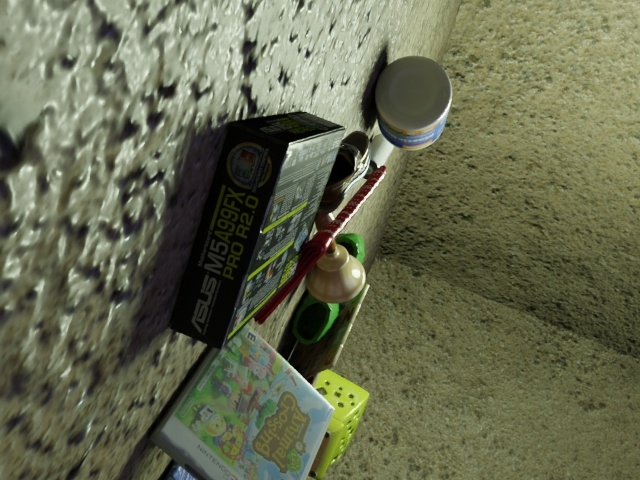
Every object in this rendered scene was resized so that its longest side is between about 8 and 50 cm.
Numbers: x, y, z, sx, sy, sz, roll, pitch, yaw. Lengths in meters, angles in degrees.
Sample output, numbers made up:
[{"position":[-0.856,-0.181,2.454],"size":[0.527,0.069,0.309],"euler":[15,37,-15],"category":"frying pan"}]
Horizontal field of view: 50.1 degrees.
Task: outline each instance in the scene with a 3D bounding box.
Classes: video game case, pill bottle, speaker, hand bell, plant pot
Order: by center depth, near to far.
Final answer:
[{"position":[-0.083,0.224,0.846],"size":[0.023,0.193,0.212],"euler":[-36,-166,36],"category":"video game case"},{"position":[0.017,0.008,1.335],"size":[0.242,0.126,0.126],"euler":[78,32,-53],"category":"hand bell"},{"position":[0.194,-0.276,1.454],"size":[0.272,0.152,0.152],"euler":[39,74,-81],"category":"pill bottle"},{"position":[0.129,-0.197,1.596],"size":[0.136,0.055,0.055],"euler":[-60,169,-50],"category":"speaker"},{"position":[-0.029,0.492,1.849],"size":[0.207,0.228,0.227],"euler":[-39,151,-63],"category":"plant pot"}]

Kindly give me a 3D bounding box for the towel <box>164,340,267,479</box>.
[{"position":[-0.169,0.334,1.084],"size":[0.336,0.040,0.243],"euler":[-55,164,-59],"category":"towel"}]

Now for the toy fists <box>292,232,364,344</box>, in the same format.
[{"position":[0.019,0.109,1.565],"size":[0.279,0.096,0.142],"euler":[-66,165,2],"category":"toy fists"}]

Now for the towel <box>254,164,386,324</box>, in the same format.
[{"position":[0.000,0.000,1.048],"size":[0.199,0.031,0.275],"euler":[-49,-179,38],"category":"towel"}]

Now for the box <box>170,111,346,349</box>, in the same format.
[{"position":[-0.058,-0.028,0.758],"size":[0.270,0.060,0.216],"euler":[-44,156,-71],"category":"box"}]

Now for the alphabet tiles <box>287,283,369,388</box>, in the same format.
[{"position":[-0.001,0.237,1.654],"size":[0.285,0.011,0.342],"euler":[-35,-157,53],"category":"alphabet tiles"}]

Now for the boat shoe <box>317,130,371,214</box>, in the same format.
[{"position":[0.041,-0.125,1.139],"size":[0.066,0.066,0.183],"euler":[98,15,-56],"category":"boat shoe"}]
